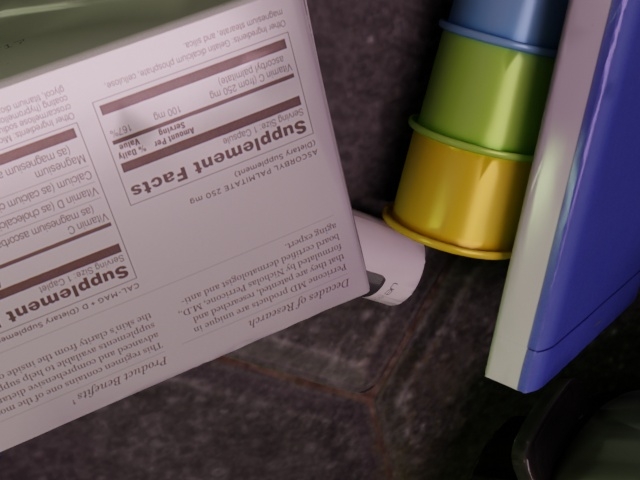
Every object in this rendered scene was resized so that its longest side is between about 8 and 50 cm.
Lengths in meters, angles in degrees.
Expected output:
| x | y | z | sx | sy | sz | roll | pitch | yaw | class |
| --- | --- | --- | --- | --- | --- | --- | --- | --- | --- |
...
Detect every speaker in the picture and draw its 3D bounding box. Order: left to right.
| x | y | z | sx | sy | sz | roll | pitch | yaw | class |
| --- | --- | --- | --- | --- | --- | --- | --- | --- | --- |
| 0.000 | 0.000 | 0.603 | 0.136 | 0.055 | 0.055 | 19 | 105 | -32 | speaker |

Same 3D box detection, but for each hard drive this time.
| x | y | z | sx | sy | sz | roll | pitch | yaw | class |
| --- | --- | --- | --- | --- | --- | --- | --- | --- | --- |
| 0.195 | -0.082 | 0.607 | 0.210 | 0.040 | 0.319 | -24 | 128 | -51 | hard drive |

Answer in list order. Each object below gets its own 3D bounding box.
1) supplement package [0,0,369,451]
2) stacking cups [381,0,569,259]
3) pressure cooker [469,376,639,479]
| x | y | z | sx | sy | sz | roll | pitch | yaw | class |
| --- | --- | --- | --- | --- | --- | --- | --- | --- | --- |
| -0.147 | -0.026 | 0.428 | 0.262 | 0.204 | 0.145 | -22 | 121 | -14 | supplement package |
| 0.119 | -0.148 | 0.561 | 0.096 | 0.096 | 0.316 | 3 | 113 | -27 | stacking cups |
| 0.311 | 0.291 | 0.689 | 0.375 | 0.420 | 0.370 | 10 | 77 | -39 | pressure cooker |
